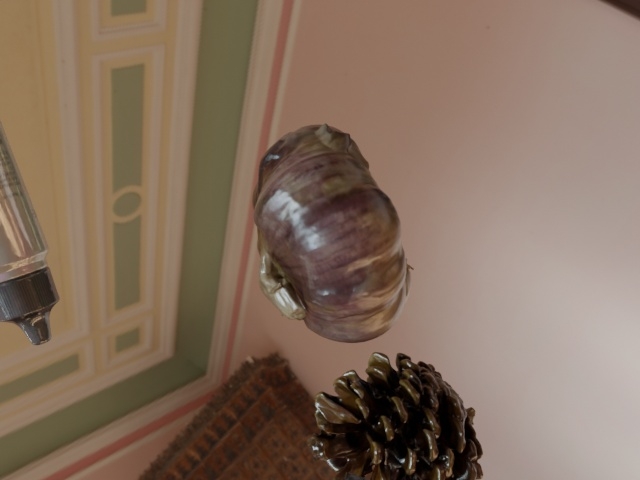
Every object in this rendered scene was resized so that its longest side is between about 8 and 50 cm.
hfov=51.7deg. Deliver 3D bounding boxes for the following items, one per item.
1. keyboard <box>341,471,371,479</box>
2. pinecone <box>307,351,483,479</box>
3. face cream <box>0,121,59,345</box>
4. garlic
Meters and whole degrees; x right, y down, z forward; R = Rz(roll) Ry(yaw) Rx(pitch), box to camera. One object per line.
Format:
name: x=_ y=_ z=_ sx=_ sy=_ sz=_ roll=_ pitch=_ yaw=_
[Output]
keyboard: x=0.103 y=0.198 z=0.356 sx=0.023 sy=0.231 sz=0.072 roll=-49 pitch=21 yaw=51
pinecone: x=0.081 y=0.218 z=0.758 sx=0.212 sy=0.186 sz=0.168 roll=23 pitch=-90 yaw=-32
face cream: x=-0.376 y=-0.025 z=0.761 sx=0.092 sy=0.311 sz=0.092 roll=-19 pitch=7 yaw=2
garlic: x=0.000 y=0.000 z=0.711 sx=0.161 sy=0.245 sz=0.245 roll=-24 pitch=-31 yaw=2
